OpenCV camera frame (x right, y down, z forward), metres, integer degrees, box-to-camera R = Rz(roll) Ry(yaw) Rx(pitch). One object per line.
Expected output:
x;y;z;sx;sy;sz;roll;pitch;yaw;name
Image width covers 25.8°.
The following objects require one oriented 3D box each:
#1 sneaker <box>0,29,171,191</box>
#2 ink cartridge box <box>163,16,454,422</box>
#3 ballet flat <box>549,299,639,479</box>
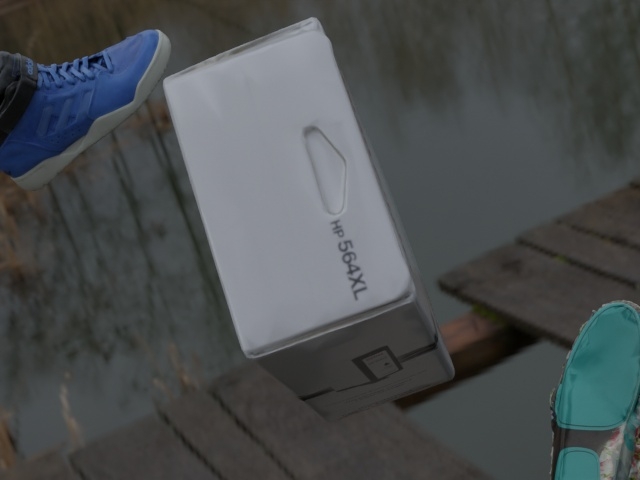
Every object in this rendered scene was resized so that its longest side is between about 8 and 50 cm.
-0.182;-0.109;0.974;0.152;0.084;0.058;-39;34;11;sneaker
0.000;0.000;0.721;0.086;0.148;0.203;-20;-19;5;ink cartridge box
0.235;0.172;1.159;0.091;0.241;0.077;5;-17;34;ballet flat
